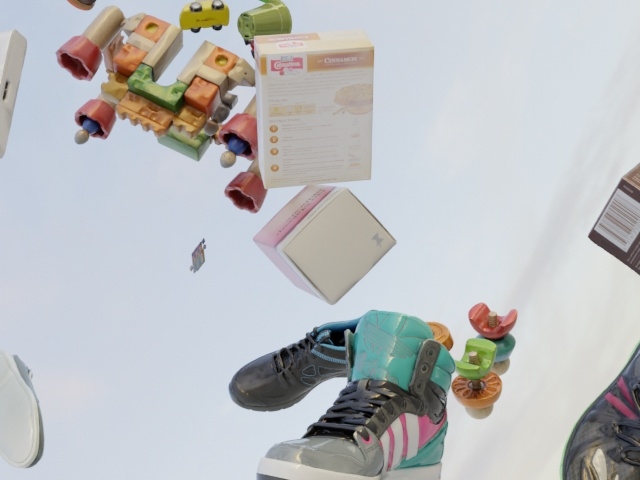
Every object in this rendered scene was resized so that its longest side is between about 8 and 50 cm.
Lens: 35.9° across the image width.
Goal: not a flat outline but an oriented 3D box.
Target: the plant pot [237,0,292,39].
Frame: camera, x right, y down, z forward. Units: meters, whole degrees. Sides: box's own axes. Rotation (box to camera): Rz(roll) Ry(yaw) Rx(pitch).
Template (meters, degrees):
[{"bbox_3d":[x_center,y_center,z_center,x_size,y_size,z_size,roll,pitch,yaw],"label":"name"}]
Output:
[{"bbox_3d":[-0.109,-0.401,1.826,0.079,0.083,0.083,-19,-47,-42],"label":"plant pot"}]

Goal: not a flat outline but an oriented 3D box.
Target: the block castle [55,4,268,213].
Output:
[{"bbox_3d":[-0.298,-0.248,1.991,0.212,0.453,0.303,-59,-11,-25],"label":"block castle"}]

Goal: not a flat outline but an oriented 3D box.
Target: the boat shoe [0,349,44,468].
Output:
[{"bbox_3d":[-0.598,0.344,1.995,0.116,0.319,0.099,-45,-47,4],"label":"boat shoe"}]

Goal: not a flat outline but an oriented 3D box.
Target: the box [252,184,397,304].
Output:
[{"bbox_3d":[0.000,0.000,1.627,0.148,0.127,0.232,-45,14,-8],"label":"box"}]

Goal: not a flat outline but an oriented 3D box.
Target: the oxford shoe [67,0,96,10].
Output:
[{"bbox_3d":[-0.430,-0.535,1.709,0.097,0.098,0.271,-17,-90,-56],"label":"oxford shoe"}]

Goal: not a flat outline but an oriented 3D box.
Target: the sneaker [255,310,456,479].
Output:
[{"bbox_3d":[0.048,0.157,0.971,0.296,0.124,0.178,14,-98,-60],"label":"sneaker"}]

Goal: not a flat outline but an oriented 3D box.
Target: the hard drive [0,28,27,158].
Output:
[{"bbox_3d":[-0.675,-0.227,1.690,0.047,0.353,0.232,44,-135,-57],"label":"hard drive"}]

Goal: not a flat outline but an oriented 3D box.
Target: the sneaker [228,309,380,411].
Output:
[{"bbox_3d":[-0.021,0.217,1.883,0.341,0.125,0.139,-20,-41,-1],"label":"sneaker"}]

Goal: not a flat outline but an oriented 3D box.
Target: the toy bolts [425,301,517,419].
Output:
[{"bbox_3d":[0.306,0.247,2.049,0.228,0.218,0.158,-37,-51,-39],"label":"toy bolts"}]

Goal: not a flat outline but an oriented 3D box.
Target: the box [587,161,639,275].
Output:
[{"bbox_3d":[0.654,-0.055,1.889,0.203,0.167,0.168,-33,-28,-38],"label":"box"}]

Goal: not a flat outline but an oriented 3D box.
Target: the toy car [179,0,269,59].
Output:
[{"bbox_3d":[-0.131,-0.464,1.908,0.239,0.053,0.225,16,-48,-39],"label":"toy car"}]

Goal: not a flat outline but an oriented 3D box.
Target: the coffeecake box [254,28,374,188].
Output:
[{"bbox_3d":[-0.008,-0.167,1.260,0.068,0.143,0.185,-109,16,-57],"label":"coffeecake box"}]

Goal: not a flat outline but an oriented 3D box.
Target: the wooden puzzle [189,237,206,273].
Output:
[{"bbox_3d":[-0.253,0.035,2.048,0.006,0.049,0.083,10,-38,-29],"label":"wooden puzzle"}]

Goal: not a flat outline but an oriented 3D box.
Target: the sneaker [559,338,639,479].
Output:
[{"bbox_3d":[0.570,0.305,1.714,0.482,0.185,0.202,-59,-6,-14],"label":"sneaker"}]
